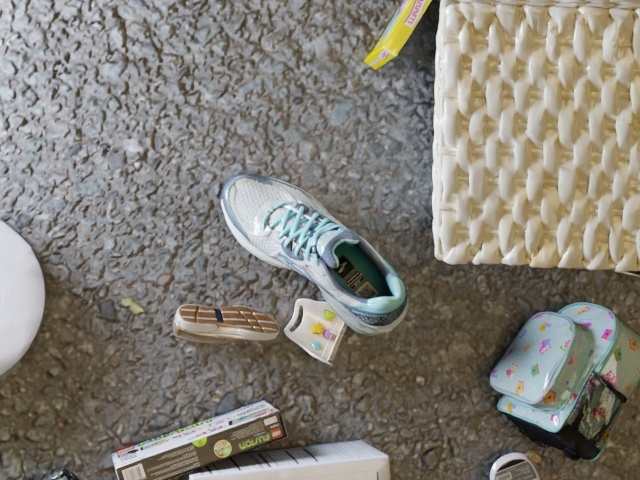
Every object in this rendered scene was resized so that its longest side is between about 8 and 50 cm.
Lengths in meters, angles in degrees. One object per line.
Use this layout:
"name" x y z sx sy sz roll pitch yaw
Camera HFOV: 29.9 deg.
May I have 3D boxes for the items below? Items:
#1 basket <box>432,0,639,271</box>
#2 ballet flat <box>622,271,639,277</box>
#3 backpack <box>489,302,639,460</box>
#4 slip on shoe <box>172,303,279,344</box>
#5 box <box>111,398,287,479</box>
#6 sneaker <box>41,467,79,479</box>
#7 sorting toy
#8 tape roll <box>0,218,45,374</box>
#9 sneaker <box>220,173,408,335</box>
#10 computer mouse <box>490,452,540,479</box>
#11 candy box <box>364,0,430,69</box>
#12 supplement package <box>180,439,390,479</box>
"basket" 0.296 -0.154 1.421 0.328 0.266 0.331 3 110 7
"ballet flat" 0.400 0.002 1.630 0.203 0.074 0.074 31 83 -13
"backpack" 0.327 0.168 1.561 0.144 0.166 0.188 45 78 -18
"slip on shoe" -0.121 0.113 1.527 0.135 0.051 0.041 5 128 -20
"box" -0.152 0.252 1.479 0.207 0.114 0.036 -18 94 -12
"sneaker" -0.285 0.457 1.452 0.146 0.134 0.343 -29 87 -5
"sorting toy" -0.005 0.112 1.552 0.075 0.045 0.083 25 74 -1
"tape roll" -0.441 0.067 1.437 0.219 0.072 0.219 0 90 -13
"sneaker" 0.000 0.000 1.494 0.283 0.122 0.110 36 75 4
"computer mouse" 0.275 0.371 1.612 0.106 0.042 0.193 -18 99 -8
"candy box" 0.129 -0.319 1.553 0.027 0.105 0.206 33 82 -11
"supplement package" -0.045 0.334 1.491 0.244 0.134 0.139 -3 90 -13
